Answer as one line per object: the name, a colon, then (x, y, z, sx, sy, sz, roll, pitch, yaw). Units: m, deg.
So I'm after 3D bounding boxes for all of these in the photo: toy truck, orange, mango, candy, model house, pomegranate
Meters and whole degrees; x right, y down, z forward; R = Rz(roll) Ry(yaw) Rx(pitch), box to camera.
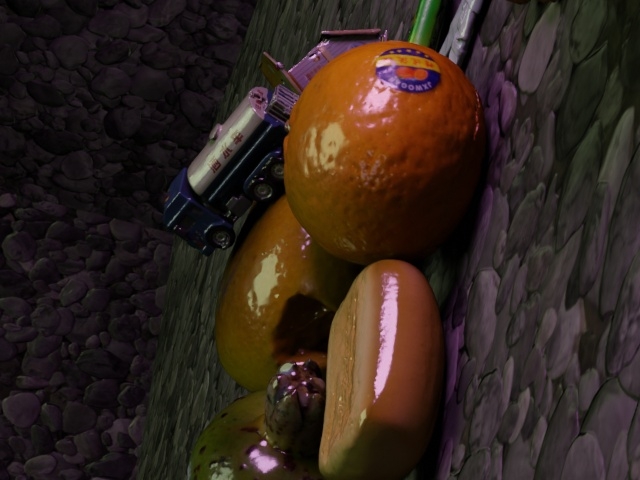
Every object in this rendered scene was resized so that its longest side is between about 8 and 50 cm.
toy truck: (-0.086, -0.076, 1.865, 0.202, 0.088, 0.074, -48, 22, 30)
orange: (0.061, -0.083, 1.724, 0.219, 0.193, 0.219, 179, 90, -89)
mango: (0.000, 0.000, 1.923, 0.253, 0.182, 0.365, 150, 134, -73)
candy: (0.114, -0.226, 1.994, 0.102, 0.032, 0.178, 57, -132, -83)
model house: (0.038, -0.180, 2.215, 0.136, 0.207, 0.219, -40, -3, -5)
pomegranate: (-0.037, 0.224, 1.775, 0.202, 0.202, 0.248, -88, 5, -49)

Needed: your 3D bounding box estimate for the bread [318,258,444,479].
bread: (0.062, 0.126, 1.652, 0.147, 0.098, 0.217, 118, 162, -53)

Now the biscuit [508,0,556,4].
biscuit: (0.193, -0.302, 1.647, 0.225, 0.036, 0.166, -124, 44, -63)

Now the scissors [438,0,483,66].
scissors: (0.168, -0.288, 1.844, 0.256, 0.029, 0.383, -97, 20, -51)
